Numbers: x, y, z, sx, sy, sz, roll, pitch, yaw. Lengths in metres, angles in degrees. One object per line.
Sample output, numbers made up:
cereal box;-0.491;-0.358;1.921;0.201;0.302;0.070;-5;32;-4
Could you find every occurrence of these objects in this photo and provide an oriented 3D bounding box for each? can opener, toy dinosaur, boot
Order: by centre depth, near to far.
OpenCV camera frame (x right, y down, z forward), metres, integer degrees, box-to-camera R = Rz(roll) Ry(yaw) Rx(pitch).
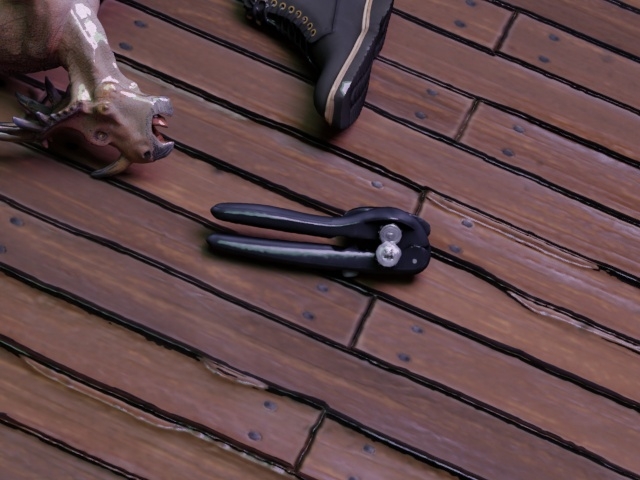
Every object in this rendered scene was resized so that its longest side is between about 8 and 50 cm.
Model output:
can opener;0.000;0.000;1.622;0.186;0.073;0.059;1;91;-9
toy dinosaur;-0.254;-0.178;1.651;0.127;0.200;0.296;-14;33;-42
boot;-0.017;-0.177;1.745;0.137;0.077;0.198;14;38;4
